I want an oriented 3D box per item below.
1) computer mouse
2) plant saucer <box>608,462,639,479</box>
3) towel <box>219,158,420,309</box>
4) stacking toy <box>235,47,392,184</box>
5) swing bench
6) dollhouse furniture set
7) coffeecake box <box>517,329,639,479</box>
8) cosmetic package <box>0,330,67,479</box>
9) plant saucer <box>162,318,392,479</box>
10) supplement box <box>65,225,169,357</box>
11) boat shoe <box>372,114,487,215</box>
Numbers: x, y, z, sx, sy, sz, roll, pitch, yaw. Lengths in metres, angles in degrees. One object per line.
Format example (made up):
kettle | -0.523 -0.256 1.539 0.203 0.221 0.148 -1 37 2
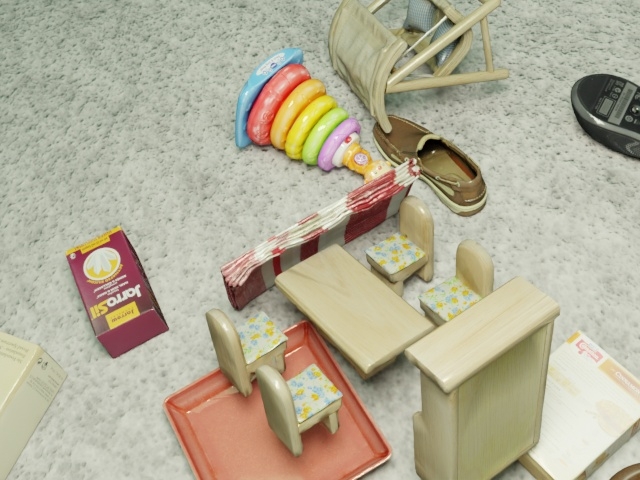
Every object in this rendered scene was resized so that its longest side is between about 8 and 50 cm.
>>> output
computer mouse | 0.537 -0.180 1.371 0.272 0.072 0.188 32 66 14
plant saucer | 0.442 0.363 1.052 0.168 0.029 0.168 -5 57 8
towel | 0.000 0.000 1.260 0.329 0.237 0.037 -30 80 -9
stacking toy | 0.005 -0.184 1.442 0.302 0.166 0.175 38 60 14
swing bench | 0.158 -0.355 1.457 0.255 0.165 0.253 -24 39 -5
dollhouse furniture set | 0.092 0.106 1.069 0.362 0.256 0.394 -29 46 -23
coffeecake box | 0.344 0.238 1.127 0.185 0.068 0.142 -37 56 -13
cosmetic package | -0.544 0.292 1.241 0.160 0.113 0.309 14 60 19
plant saucer | -0.065 0.279 1.195 0.258 0.048 0.259 -29 57 -9
supplement box | -0.337 0.083 1.355 0.104 0.081 0.188 -27 57 -7
boat shoe | 0.186 -0.153 1.398 0.095 0.095 0.257 -40 59 -15
